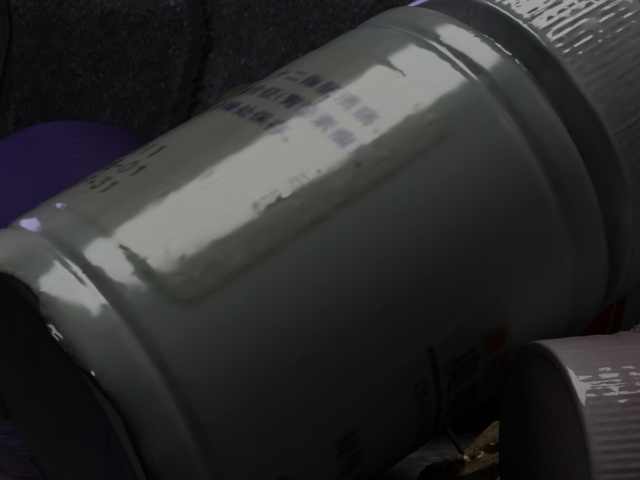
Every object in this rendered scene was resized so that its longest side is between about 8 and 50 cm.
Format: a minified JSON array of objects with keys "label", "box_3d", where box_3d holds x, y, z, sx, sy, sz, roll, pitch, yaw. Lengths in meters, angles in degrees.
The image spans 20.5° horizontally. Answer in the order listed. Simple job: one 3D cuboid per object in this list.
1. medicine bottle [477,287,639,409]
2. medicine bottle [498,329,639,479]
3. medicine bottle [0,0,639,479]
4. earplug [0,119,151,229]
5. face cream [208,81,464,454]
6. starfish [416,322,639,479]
[{"label":"medicine bottle","box_3d":[0.118,-0.003,1.291,0.241,0.252,0.252,-1,5,-22]},{"label":"medicine bottle","box_3d":[0.216,0.099,0.792,0.249,0.133,0.133,-3,5,-14]},{"label":"medicine bottle","box_3d":[0.013,0.007,0.845,0.332,0.190,0.190,-32,18,-23]},{"label":"earplug","box_3d":[-0.130,0.045,1.135,0.215,0.215,0.456,-2,9,-15]},{"label":"face cream","box_3d":[0.000,0.000,1.122,0.084,0.137,0.341,-34,32,1]},{"label":"starfish","box_3d":[0.171,0.100,1.027,0.236,0.062,0.277,-17,17,24]}]
